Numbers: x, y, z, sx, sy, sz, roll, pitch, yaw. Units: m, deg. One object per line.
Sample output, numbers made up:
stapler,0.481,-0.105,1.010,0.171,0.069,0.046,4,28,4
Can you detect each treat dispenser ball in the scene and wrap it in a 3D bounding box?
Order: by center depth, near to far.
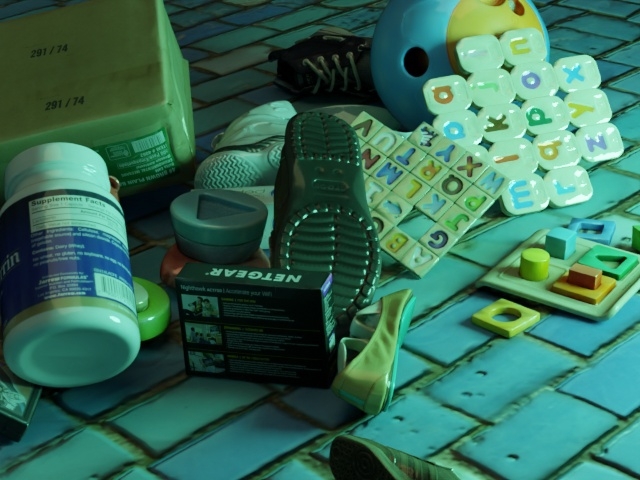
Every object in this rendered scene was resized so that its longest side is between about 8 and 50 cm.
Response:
treat dispenser ball,0.224,-0.295,2.154,0.288,0.288,0.288,-3,25,1

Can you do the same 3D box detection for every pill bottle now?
pill bottle,-0.297,0.024,1.553,0.153,0.153,0.264,-7,55,-8

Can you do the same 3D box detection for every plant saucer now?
plant saucer,0.038,-0.177,2.224,0.195,0.037,0.195,-2,25,1

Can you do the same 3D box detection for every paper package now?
paper package,-0.369,-0.207,2.039,0.325,0.168,0.309,-13,48,4

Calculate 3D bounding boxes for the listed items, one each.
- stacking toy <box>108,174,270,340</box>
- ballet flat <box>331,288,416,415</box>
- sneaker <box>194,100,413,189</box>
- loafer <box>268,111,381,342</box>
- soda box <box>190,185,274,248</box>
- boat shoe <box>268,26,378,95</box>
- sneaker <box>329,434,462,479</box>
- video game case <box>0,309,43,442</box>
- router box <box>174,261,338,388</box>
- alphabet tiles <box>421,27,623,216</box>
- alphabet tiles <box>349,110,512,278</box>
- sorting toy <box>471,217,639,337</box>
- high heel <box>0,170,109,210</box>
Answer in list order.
stacking toy,-0.203,0.006,1.713,0.309,0.130,0.279,-1,26,-14
ballet flat,0.062,0.114,1.546,0.073,0.080,0.232,16,27,4
sneaker,-0.003,-0.134,2.018,0.366,0.137,0.210,-6,28,2
loafer,0.000,0.000,1.720,0.134,0.130,0.365,11,48,-9
soda box,-0.077,-0.033,1.891,0.216,0.073,0.069,-3,25,2
boat shoe,0.044,-0.301,2.411,0.158,0.127,0.340,-25,24,-26
sneaker,0.092,0.244,1.317,0.188,0.066,0.071,27,22,39
video game case,-0.429,0.096,1.561,0.248,0.035,0.275,29,22,-12
router box,-0.073,0.098,1.546,0.179,0.133,0.046,4,27,15
alphabet tiles,0.298,-0.177,1.971,0.278,0.284,0.021,-11,-15,-14
alphabet tiles,0.111,-0.080,1.845,0.237,0.009,0.198,36,69,22
sorting toy,0.324,0.031,1.732,0.196,0.047,0.348,13,31,32
high heel,-0.390,-0.053,1.844,0.244,0.117,0.082,2,-10,-37
